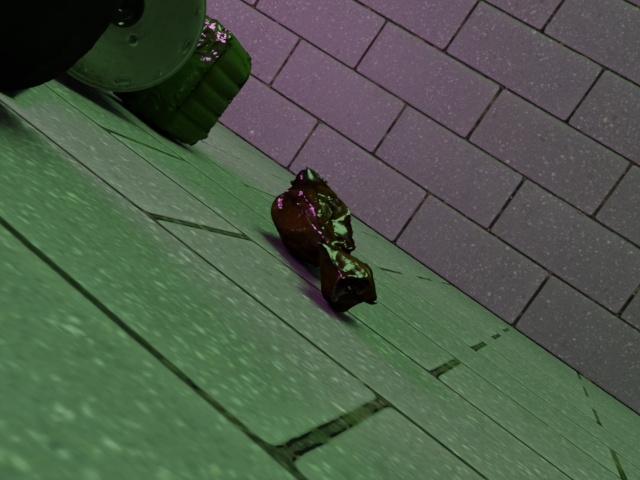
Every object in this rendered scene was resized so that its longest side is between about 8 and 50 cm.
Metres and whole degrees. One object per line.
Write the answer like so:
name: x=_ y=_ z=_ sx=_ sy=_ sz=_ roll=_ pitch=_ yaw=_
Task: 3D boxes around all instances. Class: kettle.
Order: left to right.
kettle: x=-0.341 y=-0.448 z=1.173 sx=0.250 sy=0.361 sz=0.377 roll=25 pitch=7 yaw=-36

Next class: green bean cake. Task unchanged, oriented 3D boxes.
green bean cake: x=-0.245 y=-0.295 z=1.285 sx=0.200 sy=0.214 sz=0.113 roll=37 pitch=0 yaw=33

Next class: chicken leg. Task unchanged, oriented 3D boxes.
chicken leg: x=0.000 y=0.000 z=0.837 sx=0.113 sy=0.093 sz=0.304 roll=51 pitch=5 yaw=-19

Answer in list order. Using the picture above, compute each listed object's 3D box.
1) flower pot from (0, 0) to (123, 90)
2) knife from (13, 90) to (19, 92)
flower pot: x=-0.332 y=-0.312 z=0.526 sx=0.379 sy=0.379 sz=0.251 roll=36 pitch=23 yaw=22
knife: x=-0.347 y=-0.197 z=0.838 sx=0.044 sy=0.026 sz=0.296 roll=29 pitch=10 yaw=-20
